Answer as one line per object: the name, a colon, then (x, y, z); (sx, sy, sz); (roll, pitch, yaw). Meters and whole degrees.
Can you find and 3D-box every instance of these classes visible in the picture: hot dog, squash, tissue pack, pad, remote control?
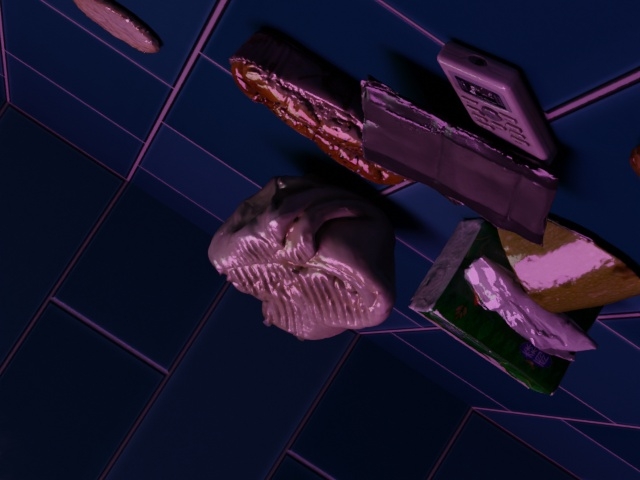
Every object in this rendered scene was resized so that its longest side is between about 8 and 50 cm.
hot dog: (0.008, -0.151, 1.928); (0.268, 0.075, 0.144); (31, 169, -8)
squash: (0.299, 0.046, 1.955); (0.192, 0.085, 0.184); (37, 171, -36)
tissue pack: (0.254, 0.087, 2.128); (0.209, 0.148, 0.156); (35, 171, -12)
pad: (0.143, -0.080, 1.727); (0.233, 0.022, 0.174); (29, 159, 14)
remote control: (0.178, -0.130, 1.597); (0.087, 0.029, 0.190); (28, 171, 28)

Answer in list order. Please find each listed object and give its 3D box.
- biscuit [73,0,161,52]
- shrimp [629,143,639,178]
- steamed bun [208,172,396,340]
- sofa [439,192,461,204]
biscuit: (-0.290, -0.308, 2.287); (0.152, 0.020, 0.152); (32, 171, 6)
shrimp: (0.392, -0.008, 1.491); (0.262, 0.051, 0.198); (35, 178, 1)
steamed bun: (0.000, 0.000, 2.444); (0.268, 0.207, 0.280); (36, 144, -20)
sofa: (0.134, -0.095, 1.840); (0.118, 0.060, 0.039); (37, 162, -21)
